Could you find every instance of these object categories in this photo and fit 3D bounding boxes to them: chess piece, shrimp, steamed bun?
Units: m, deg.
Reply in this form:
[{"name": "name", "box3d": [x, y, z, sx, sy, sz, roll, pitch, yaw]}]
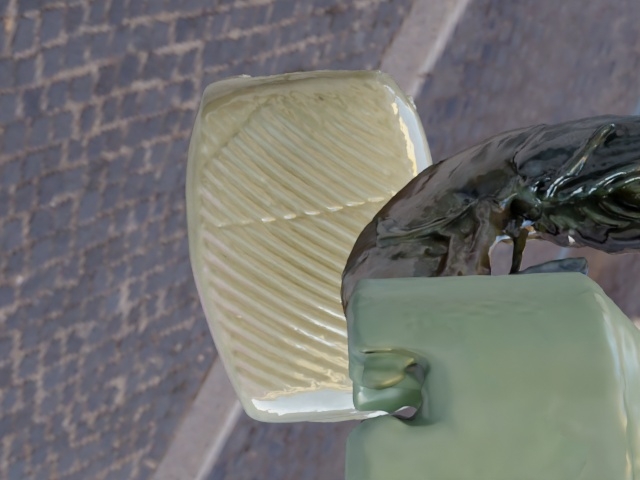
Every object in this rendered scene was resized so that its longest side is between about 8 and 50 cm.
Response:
[{"name": "chess piece", "box3d": [0.156, 0.070, 0.363, 0.194, 0.299, 0.195, 0, 90, -87]}, {"name": "shrimp", "box3d": [0.115, -0.002, 0.630, 0.178, 0.289, 0.075, -51, 127, -35]}, {"name": "steamed bun", "box3d": [0.000, 0.000, 0.921, 0.152, 0.169, 0.239, -69, 151, -85]}]
